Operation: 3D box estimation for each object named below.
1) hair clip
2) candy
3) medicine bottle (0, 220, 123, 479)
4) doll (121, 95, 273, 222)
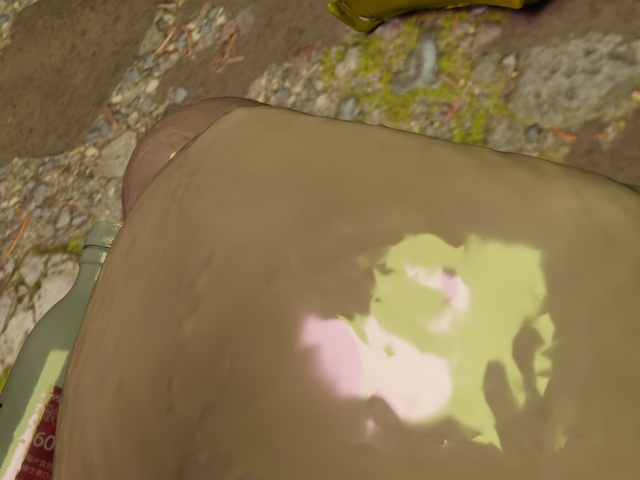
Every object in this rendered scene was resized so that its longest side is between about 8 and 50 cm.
[{"bbox_3d":[0.085,-0.179,0.865,0.173,0.072,0.046,-2,65,49],"label":"hair clip"},{"bbox_3d":[0.007,0.144,0.566,0.386,0.186,0.427,34,114,37],"label":"candy"},{"bbox_3d":[-0.171,0.096,0.880,0.090,0.090,0.216,4,66,41],"label":"medicine bottle"},{"bbox_3d":[0.000,0.000,0.775,0.287,0.151,0.151,22,79,38],"label":"doll"}]
